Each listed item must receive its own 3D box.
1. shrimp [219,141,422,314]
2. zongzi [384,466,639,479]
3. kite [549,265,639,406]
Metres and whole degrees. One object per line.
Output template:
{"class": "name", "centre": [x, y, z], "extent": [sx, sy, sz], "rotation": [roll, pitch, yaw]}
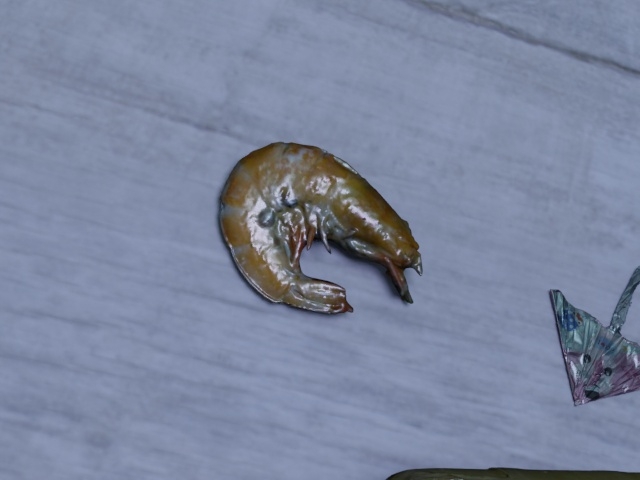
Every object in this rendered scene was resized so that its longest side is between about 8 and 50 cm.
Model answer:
{"class": "shrimp", "centre": [0.000, 0.000, 1.027], "extent": [0.188, 0.051, 0.132], "rotation": [33, 85, 2]}
{"class": "zongzi", "centre": [0.166, 0.321, 0.915], "extent": [0.274, 0.145, 0.299], "rotation": [3, 78, -11]}
{"class": "kite", "centre": [0.259, 0.083, 1.091], "extent": [0.139, 0.011, 0.156], "rotation": [34, 67, -7]}
